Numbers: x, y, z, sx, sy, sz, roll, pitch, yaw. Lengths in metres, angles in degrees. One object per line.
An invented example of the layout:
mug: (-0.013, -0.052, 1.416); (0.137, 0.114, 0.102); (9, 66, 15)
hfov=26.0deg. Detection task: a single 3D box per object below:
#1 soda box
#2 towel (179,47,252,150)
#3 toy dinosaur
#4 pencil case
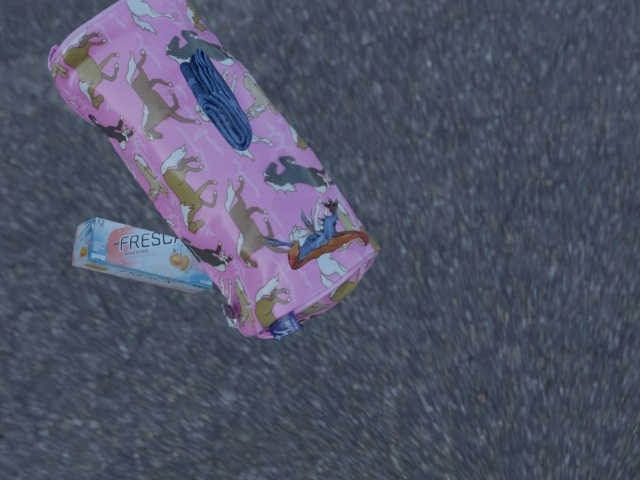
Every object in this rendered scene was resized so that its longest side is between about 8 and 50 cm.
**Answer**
soda box: (-0.231, 0.021, 1.831); (0.183, 0.063, 0.058); (14, 73, -30)
towel: (-0.091, -0.126, 1.247); (0.029, 0.067, 0.119); (-36, 30, 2)
toy dinosaur: (0.000, 0.000, 1.188); (0.090, 0.047, 0.082); (23, 46, -6)
pencil case: (-0.111, -0.080, 1.427); (0.167, 0.160, 0.386); (-36, 88, -30)
